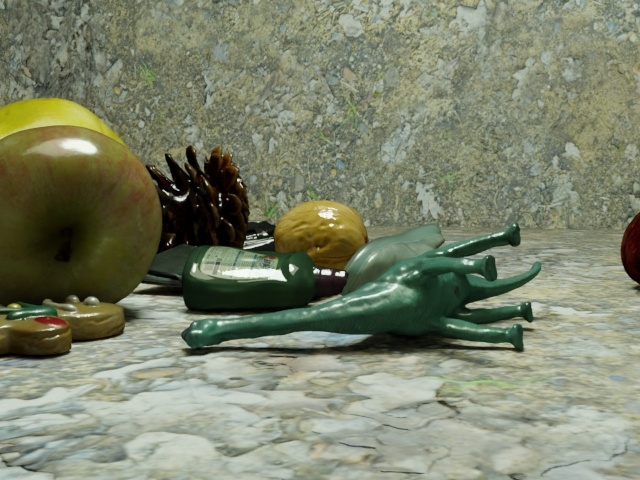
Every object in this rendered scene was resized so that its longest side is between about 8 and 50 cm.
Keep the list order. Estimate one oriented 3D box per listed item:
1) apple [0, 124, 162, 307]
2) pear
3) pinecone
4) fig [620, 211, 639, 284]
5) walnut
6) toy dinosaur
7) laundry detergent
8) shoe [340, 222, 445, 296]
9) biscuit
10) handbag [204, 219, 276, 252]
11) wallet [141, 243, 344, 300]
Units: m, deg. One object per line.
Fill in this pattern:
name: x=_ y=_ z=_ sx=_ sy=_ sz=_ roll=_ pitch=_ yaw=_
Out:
apple: x=-0.335 y=-0.030 z=1.062 sx=0.256 sy=0.257 sz=0.234 roll=-2 pitch=20 yaw=-19
pear: x=-0.590 y=-0.128 z=1.768 sx=0.362 sy=0.363 sz=0.418 roll=3 pitch=5 yaw=39
pinecone: x=-0.269 y=-0.048 z=1.549 sx=0.292 sy=0.247 sz=0.246 roll=-19 pitch=10 yaw=-19
fig: x=0.541 y=0.001 z=1.286 sx=0.148 sy=0.202 sz=0.149 roll=-13 pitch=33 yaw=30
walnut: x=0.000 y=0.000 z=1.439 sx=0.180 sy=0.144 sz=0.144 roll=-7 pitch=0 yaw=32
toy dinosaur: x=0.067 y=0.066 z=0.951 sx=0.330 sy=0.130 sz=0.383 roll=-8 pitch=0 yaw=22
laundry detergent: x=-0.071 y=0.049 z=1.135 sx=0.221 sy=0.078 sz=0.144 roll=-1 pitch=20 yaw=5
shoe: x=0.123 y=0.045 z=1.244 sx=0.100 sy=0.103 sz=0.251 roll=46 pitch=39 yaw=17
biscuit: x=-0.345 y=0.091 z=0.873 sx=0.196 sy=0.049 sz=0.301 roll=7 pitch=7 yaw=43
handbag: x=-0.216 y=0.008 z=1.784 sx=0.275 sy=0.088 sz=0.244 roll=0 pitch=8 yaw=-13
wallet: x=-0.129 y=0.055 z=1.295 sx=0.317 sy=0.045 sz=0.172 roll=7 pitch=12 yaw=22
